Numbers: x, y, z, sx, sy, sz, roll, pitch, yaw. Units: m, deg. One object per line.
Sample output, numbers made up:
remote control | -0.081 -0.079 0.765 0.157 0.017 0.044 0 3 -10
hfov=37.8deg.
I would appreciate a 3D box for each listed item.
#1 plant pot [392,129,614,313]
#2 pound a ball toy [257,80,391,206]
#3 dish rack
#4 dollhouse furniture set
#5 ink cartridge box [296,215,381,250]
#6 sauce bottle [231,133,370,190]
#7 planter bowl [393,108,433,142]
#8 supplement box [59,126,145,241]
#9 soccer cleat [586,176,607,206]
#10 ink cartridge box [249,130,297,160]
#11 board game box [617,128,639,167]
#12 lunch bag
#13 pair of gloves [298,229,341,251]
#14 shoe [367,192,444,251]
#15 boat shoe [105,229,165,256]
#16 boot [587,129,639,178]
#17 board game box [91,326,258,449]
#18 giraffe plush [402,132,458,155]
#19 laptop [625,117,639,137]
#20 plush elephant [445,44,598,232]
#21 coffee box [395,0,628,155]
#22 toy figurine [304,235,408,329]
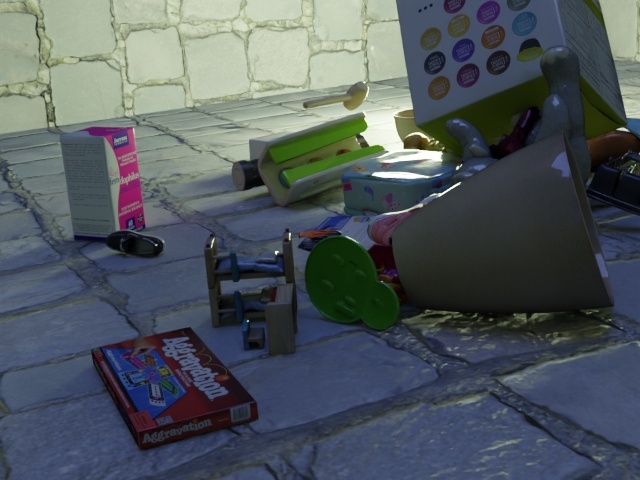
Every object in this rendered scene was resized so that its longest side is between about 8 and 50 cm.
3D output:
plant pot | 0.252 0.002 1.350 0.274 0.256 0.256 -16 13 19
pound a ball toy | 0.005 -0.219 2.147 0.319 0.208 0.136 -22 -19 -30
dish rack | 0.640 -0.104 1.774 0.208 0.074 0.271 25 24 24
dollhouse furniture set | -0.102 0.072 1.352 0.129 0.129 0.184 -4 16 1
ink cartridge box | 0.134 0.010 1.614 0.311 0.065 0.186 3 20 17
sauce bottle | -0.044 -0.185 2.233 0.344 0.111 0.111 -13 18 -30
planter bowl | 0.280 -0.291 2.507 0.162 0.109 0.162 -5 16 1
supplement box | -0.446 -0.118 1.924 0.114 0.220 0.111 3 18 25
soccer cleat | 0.527 -0.093 1.856 0.196 0.068 0.076 -20 15 -38
ink cartridge box | -0.075 -0.234 2.463 0.190 0.082 0.139 14 24 43
board game box | 0.801 -0.264 2.378 0.389 0.050 0.390 -8 17 -12
lunch bag | 0.191 -0.108 1.920 0.224 0.108 0.279 14 25 40
pair of gloves | 0.000 0.000 1.573 0.074 0.010 0.083 -4 22 0
shoe | 0.171 -0.025 1.531 0.178 0.063 0.081 -17 23 -16
boat shoe | -0.361 0.008 1.792 0.125 0.046 0.038 10 15 17
boot | 0.577 -0.165 2.030 0.264 0.096 0.280 -1 18 11
board game box | -0.195 0.180 1.196 0.145 0.027 0.281 -10 17 -22
giraffe plush | 0.258 -0.195 2.165 0.170 0.181 0.210 -6 48 35
laptop | 0.928 -0.300 2.042 0.236 0.408 0.382 37 12 -25
plush elephant | 0.337 -0.141 1.689 0.255 0.330 0.272 -7 -16 -7
coffee box | 0.404 -0.381 1.975 0.337 0.334 0.338 -19 -25 31
toy figurine | 0.090 0.059 1.415 0.173 0.130 0.159 33 25 29
